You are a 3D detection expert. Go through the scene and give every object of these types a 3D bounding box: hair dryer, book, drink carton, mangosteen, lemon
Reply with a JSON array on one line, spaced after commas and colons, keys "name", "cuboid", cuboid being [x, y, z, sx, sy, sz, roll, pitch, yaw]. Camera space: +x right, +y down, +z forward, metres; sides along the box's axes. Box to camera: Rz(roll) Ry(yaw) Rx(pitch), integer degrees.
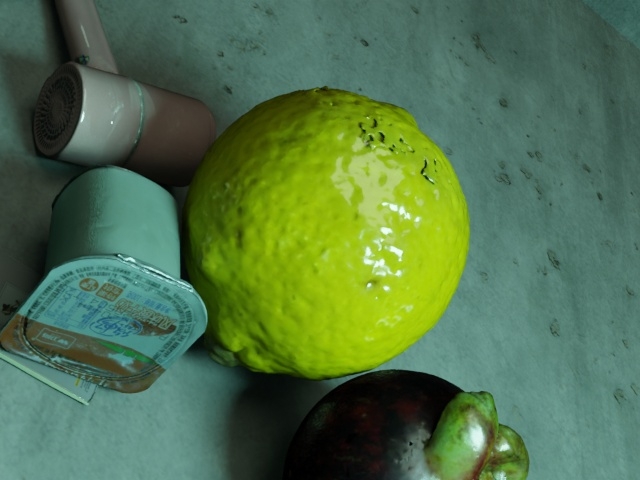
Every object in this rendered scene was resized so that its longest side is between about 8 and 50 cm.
[{"name": "hair dryer", "cuboid": [-0.284, -0.234, 1.464, 0.210, 0.125, 0.352, 12, 44, -40]}, {"name": "book", "cuboid": [-0.318, 0.095, 1.214, 0.182, 0.014, 0.127, 34, 39, -20]}, {"name": "drink carton", "cuboid": [-0.227, 0.032, 1.208, 0.185, 0.191, 0.189, 28, 35, -24]}, {"name": "mangosteen", "cuboid": [0.099, 0.282, 1.252, 0.288, 0.288, 0.288, 27, 42, -27]}, {"name": "lemon", "cuboid": [0.000, 0.000, 1.320, 0.350, 0.350, 0.387, 37, 81, -16]}]
